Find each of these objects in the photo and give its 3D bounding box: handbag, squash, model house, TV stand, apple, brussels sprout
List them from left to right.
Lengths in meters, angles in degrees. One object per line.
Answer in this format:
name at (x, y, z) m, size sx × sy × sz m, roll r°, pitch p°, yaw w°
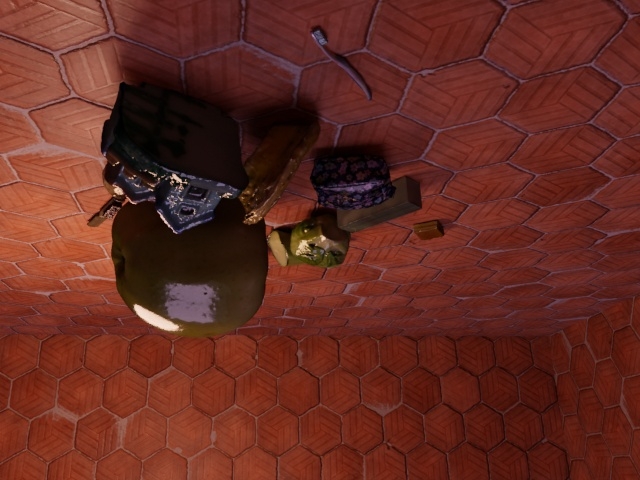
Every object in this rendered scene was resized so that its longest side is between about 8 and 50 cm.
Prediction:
model house at (-0.372, -0.151, 1.430) m, size 0.294 × 0.252 × 0.329 m, roll 13°, pitch 142°, yaw -32°
apple at (-0.369, 0.051, 1.774) m, size 0.472 × 0.474 × 0.474 m, roll -1°, pitch 159°, yaw -1°
squash at (-0.048, 0.044, 2.229) m, size 0.287 × 0.137 × 0.137 m, roll 8°, pitch 157°, yaw -31°
brussels sprout at (0.000, 0.000, 2.067) m, size 0.223 × 0.161 × 0.223 m, roll 3°, pitch 142°, yaw 2°
handbag at (0.093, -0.159, 1.702) m, size 0.228 × 0.127 × 0.208 m, roll -5°, pitch 165°, yaw 8°
TV stand at (0.176, -0.105, 1.898) m, size 0.269 × 0.088 × 0.082 m, roll -19°, pitch 154°, yaw 38°

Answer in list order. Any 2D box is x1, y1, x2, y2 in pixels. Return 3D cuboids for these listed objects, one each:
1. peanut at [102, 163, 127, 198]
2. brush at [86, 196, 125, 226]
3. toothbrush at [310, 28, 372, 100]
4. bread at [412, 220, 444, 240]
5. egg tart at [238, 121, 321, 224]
peanut at (-0.494, -0.183, 1.623) m, size 0.120 × 0.110 × 0.236 m, roll 30°, pitch 143°, yaw -32°
brush at (-0.690, -0.080, 1.977) m, size 0.043 × 0.036 × 0.248 m, roll 19°, pitch 151°, yaw -34°
toothbrush at (0.051, -0.366, 1.307) m, size 0.027 × 0.021 × 0.269 m, roll -7°, pitch 160°, yaw 28°
bread at (0.381, -0.035, 2.170) m, size 0.090 × 0.035 × 0.094 m, roll -12°, pitch 157°, yaw 23°
egg tart at (-0.118, -0.180, 1.484) m, size 0.120 × 0.315 × 0.315 m, roll 35°, pitch 149°, yaw -10°
